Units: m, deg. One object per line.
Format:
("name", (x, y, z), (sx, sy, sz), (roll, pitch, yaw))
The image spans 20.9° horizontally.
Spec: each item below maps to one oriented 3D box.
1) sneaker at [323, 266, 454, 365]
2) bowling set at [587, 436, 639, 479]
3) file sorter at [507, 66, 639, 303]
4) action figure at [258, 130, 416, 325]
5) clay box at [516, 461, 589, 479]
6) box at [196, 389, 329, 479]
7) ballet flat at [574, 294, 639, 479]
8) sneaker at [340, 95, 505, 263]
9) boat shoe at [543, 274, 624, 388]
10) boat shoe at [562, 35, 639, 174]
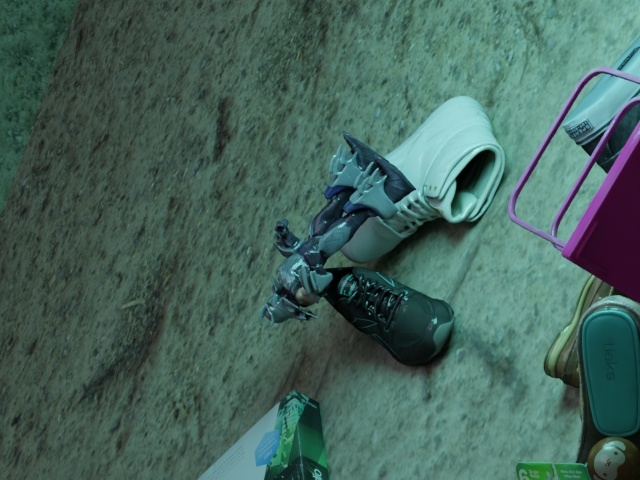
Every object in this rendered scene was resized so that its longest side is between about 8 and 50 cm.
("sneaker", (0.081, 0.096, 2.356), (0.267, 0.106, 0.101), (17, 78, 60))
("bowling set", (0.343, 0.284, 1.664), (0.287, 0.200, 0.154), (-57, 29, 15))
("file sorter", (0.371, -0.026, 1.798), (0.202, 0.291, 0.182), (-59, 25, 2))
("action figure", (0.000, 0.000, 2.370), (0.285, 0.099, 0.185), (-55, 31, 4))
("clay box", (0.239, 0.343, 1.803), (0.127, 0.053, 0.222), (-12, 87, 59))
("box", (-0.077, 0.392, 2.389), (0.232, 0.058, 0.322), (-45, 32, 27))
("ballet flat", (0.322, 0.213, 1.827), (0.108, 0.106, 0.316), (5, 97, 20))
("sneaker", (0.135, -0.055, 2.403), (0.292, 0.108, 0.169), (-50, 27, 17))
("boat shoe", (0.327, 0.091, 2.013), (0.060, 0.064, 0.178), (30, 92, 32))
("boat shoe", (0.420, -0.197, 2.069), (0.306, 0.105, 0.113), (-46, 9, -26))
